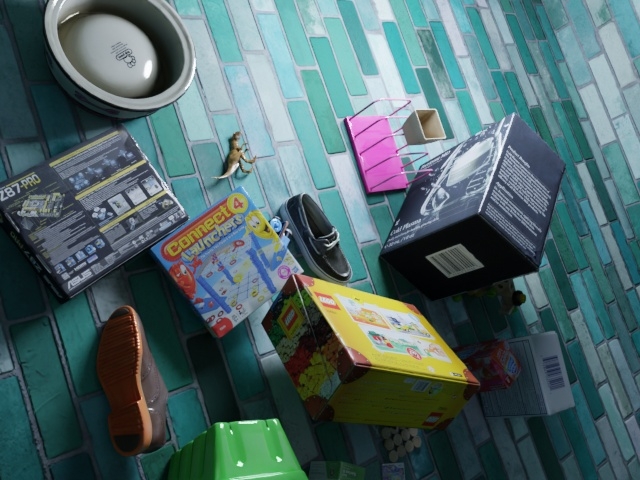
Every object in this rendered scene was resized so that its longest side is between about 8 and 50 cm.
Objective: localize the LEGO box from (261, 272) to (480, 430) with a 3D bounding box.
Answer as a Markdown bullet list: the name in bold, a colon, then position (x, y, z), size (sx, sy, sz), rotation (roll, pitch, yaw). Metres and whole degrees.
- **LEGO box**: position (0.140, 0.316, 1.705), size (0.500, 0.193, 0.372), rotation (18, 23, -37)

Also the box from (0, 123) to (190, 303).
- **box**: position (-0.580, -0.077, 1.555), size (0.395, 0.097, 0.318), rotation (-41, 101, -37)

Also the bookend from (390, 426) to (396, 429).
- **bookend**: position (0.156, 0.513, 1.867), size (0.157, 0.156, 0.072), rotation (68, 32, -58)

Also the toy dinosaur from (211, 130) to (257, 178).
- **toy dinosaur**: position (-0.260, -0.239, 1.868), size (0.112, 0.064, 0.211), rotation (16, 55, -10)

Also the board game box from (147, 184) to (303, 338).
- **board game box**: position (-0.257, 0.058, 1.683), size (0.308, 0.086, 0.302), rotation (-39, 98, -19)

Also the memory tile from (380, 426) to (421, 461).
- **memory tile**: position (0.257, 0.628, 1.947), size (0.148, 0.012, 0.113), rotation (-14, 83, -37)

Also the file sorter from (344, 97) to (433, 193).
- **file sorter**: position (0.252, -0.341, 2.174), size (0.202, 0.182, 0.290), rotation (-10, 80, -37)

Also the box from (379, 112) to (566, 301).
- **box**: position (0.520, -0.099, 2.088), size (0.297, 0.480, 0.471), rotation (40, 55, -16)

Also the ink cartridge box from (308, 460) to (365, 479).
- **ink cartridge box**: position (0.030, 0.720, 1.666), size (0.093, 0.154, 0.212), rotation (24, 62, -27)

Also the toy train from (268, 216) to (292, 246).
- **toy train**: position (-0.147, 0.017, 1.838), size (0.105, 0.080, 0.184), rotation (40, 56, -26)

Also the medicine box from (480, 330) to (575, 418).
- **medicine box**: position (0.696, 0.473, 2.133), size (0.149, 0.289, 0.263), rotation (-3, 76, -33)

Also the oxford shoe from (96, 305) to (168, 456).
- **oxford shoe**: position (-0.456, 0.342, 1.505), size (0.133, 0.130, 0.363), rotation (31, 44, -62)

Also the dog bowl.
- **dog bowl**: position (-0.563, -0.515, 1.685), size (0.408, 0.150, 0.407), rotation (13, 67, -32)

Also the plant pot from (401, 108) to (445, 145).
- **plant pot**: position (0.341, -0.376, 2.071), size (0.109, 0.096, 0.109), rotation (-10, 80, -39)

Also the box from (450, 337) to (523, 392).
- **box**: position (0.526, 0.428, 2.050), size (0.123, 0.257, 0.128), rotation (-34, 95, -39)

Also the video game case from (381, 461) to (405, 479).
- **video game case**: position (0.227, 0.752, 1.884), size (0.087, 0.011, 0.122), rotation (9, 69, -32)

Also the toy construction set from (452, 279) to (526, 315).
- **toy construction set**: position (0.646, 0.147, 2.297), size (0.237, 0.258, 0.308), rotation (59, 27, -26)

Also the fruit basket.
- **fruit basket**: position (-0.186, 0.635, 1.411), size (0.283, 0.392, 0.392), rotation (7, 70, -33)

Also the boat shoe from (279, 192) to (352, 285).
- **boat shoe**: position (0.000, 0.000, 1.918), size (0.335, 0.119, 0.121), rotation (52, 53, -9)
